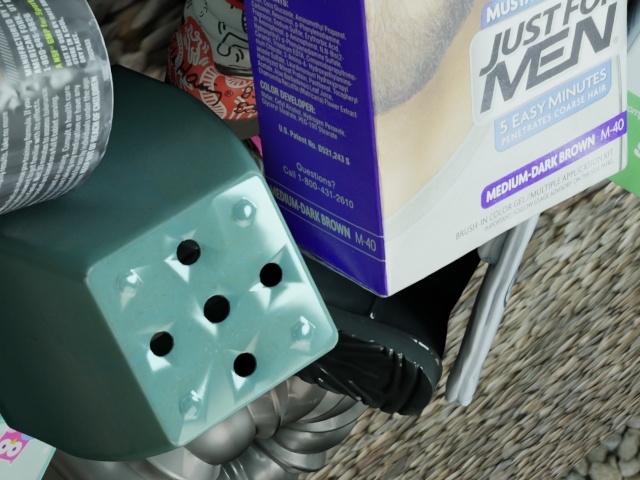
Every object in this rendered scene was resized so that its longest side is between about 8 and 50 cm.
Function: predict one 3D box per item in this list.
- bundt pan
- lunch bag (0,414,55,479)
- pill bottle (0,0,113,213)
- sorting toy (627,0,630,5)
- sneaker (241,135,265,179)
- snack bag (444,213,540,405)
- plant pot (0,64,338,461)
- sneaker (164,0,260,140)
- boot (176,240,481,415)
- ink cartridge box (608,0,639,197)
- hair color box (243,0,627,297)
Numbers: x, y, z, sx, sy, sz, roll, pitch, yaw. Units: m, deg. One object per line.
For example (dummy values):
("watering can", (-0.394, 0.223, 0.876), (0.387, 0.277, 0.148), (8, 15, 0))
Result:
("bundt pan", (-0.082, 0.149, 1.568), (0.331, 0.124, 0.331), (-34, 159, -15))
("lunch bag", (-0.299, 0.189, 1.259), (0.224, 0.108, 0.279), (-11, 138, -53))
("pill bottle", (-0.226, -0.056, 0.865), (0.245, 0.130, 0.130), (-19, 152, -43))
("sorting toy", (0.264, -0.196, 1.548), (0.102, 0.061, 0.042), (-14, 115, -63))
("sneaker", (-0.039, -0.069, 1.264), (0.075, 0.063, 0.170), (-42, 165, 10))
("snack bag", (0.160, -0.096, 1.321), (0.342, 0.037, 0.323), (101, 9, -54))
("plant pot", (-0.099, 0.019, 1.026), (0.165, 0.165, 0.234), (-32, -160, -20))
("sneaker", (0.032, -0.160, 1.148), (0.270, 0.090, 0.145), (-26, 159, -25))
("boot", (0.000, 0.000, 1.397), (0.094, 0.246, 0.207), (116, -3, -46))
("ink cartridge box", (0.306, -0.182, 1.373), (0.289, 0.121, 0.211), (-60, 179, 25))
("hair color box", (0.058, -0.162, 0.955), (0.185, 0.110, 0.339), (-28, 126, -30))
